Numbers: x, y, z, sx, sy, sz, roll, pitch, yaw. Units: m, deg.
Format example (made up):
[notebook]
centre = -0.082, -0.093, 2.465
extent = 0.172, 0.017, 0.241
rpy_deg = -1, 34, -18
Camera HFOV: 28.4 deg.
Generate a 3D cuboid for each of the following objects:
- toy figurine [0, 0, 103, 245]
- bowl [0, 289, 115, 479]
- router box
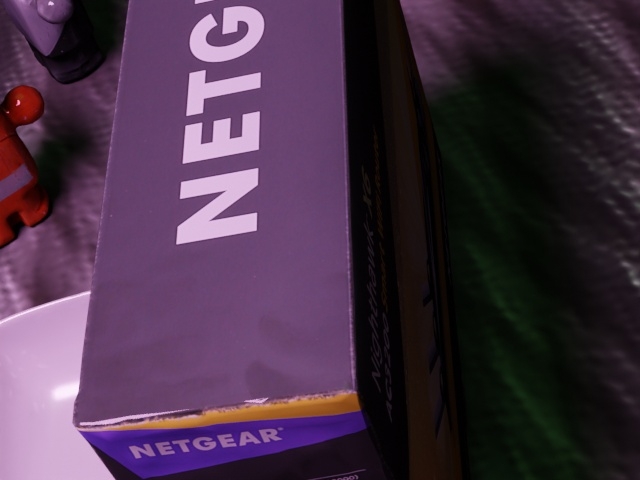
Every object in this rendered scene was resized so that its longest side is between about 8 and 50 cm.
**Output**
[toy figurine]
centre = -0.249, -0.109, 0.734
extent = 0.213, 0.148, 0.209
rpy_deg = 0, 52, 19
[bowl]
centre = -0.095, 0.092, 0.582
extent = 0.142, 0.053, 0.142
rpy_deg = -13, 49, 6
[router box]
centre = 0.000, 0.000, 0.502
extent = 0.081, 0.243, 0.309
rpy_deg = -10, 50, 11
